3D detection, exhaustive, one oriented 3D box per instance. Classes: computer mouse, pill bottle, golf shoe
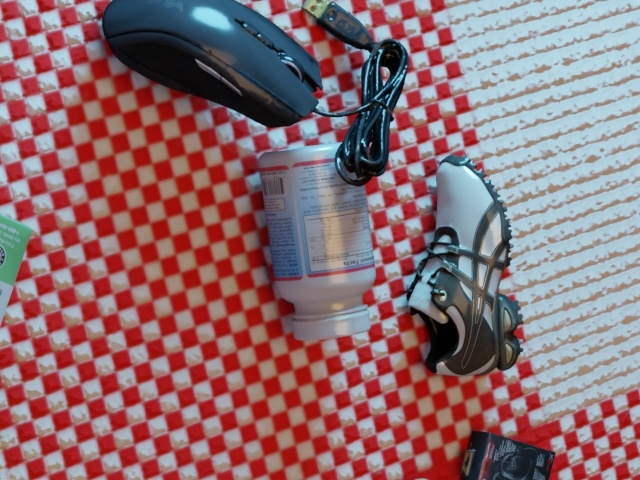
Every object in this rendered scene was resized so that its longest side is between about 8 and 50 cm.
[{"bbox_3d":[-0.038,-0.169,1.582,0.262,0.060,0.184,28,44,-5],"label":"computer mouse"},{"bbox_3d":[0.000,0.000,1.611,0.087,0.087,0.160,-9,94,-27],"label":"pill bottle"},{"bbox_3d":[0.118,0.025,1.679,0.094,0.077,0.198,-13,94,-27],"label":"golf shoe"}]

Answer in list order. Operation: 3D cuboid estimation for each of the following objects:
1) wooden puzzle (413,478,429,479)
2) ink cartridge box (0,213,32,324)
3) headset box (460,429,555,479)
[{"bbox_3d":[0.100,0.355,1.633,0.221,0.044,0.239,37,73,8],"label":"wooden puzzle"},{"bbox_3d":[-0.320,0.062,1.412,0.154,0.093,0.212,30,76,-55],"label":"ink cartridge box"},{"bbox_3d":[0.164,0.209,1.725,0.083,0.032,0.062,18,81,-25],"label":"headset box"}]
